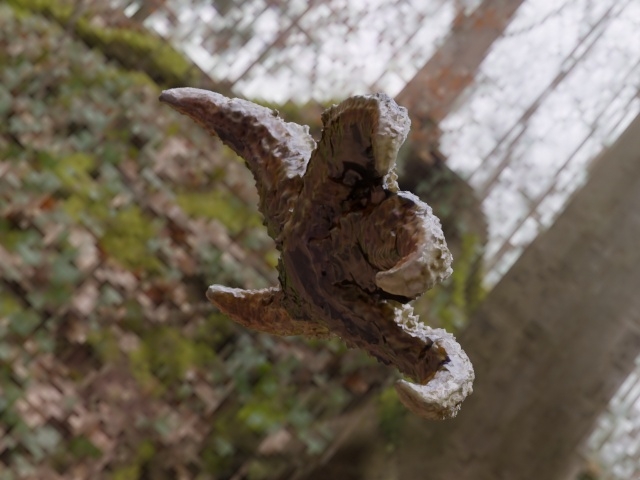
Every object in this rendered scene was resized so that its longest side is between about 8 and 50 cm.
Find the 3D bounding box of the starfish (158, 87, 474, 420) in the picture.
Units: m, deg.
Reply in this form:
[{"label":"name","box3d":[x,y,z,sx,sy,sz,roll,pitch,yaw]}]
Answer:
[{"label":"starfish","box3d":[0.002,0.000,0.901,0.216,0.071,0.238,67,-28,15]}]

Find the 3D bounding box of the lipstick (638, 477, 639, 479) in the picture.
[{"label":"lipstick","box3d":[0.194,0.203,1.367,0.234,0.053,0.053,-18,-57,18]}]
